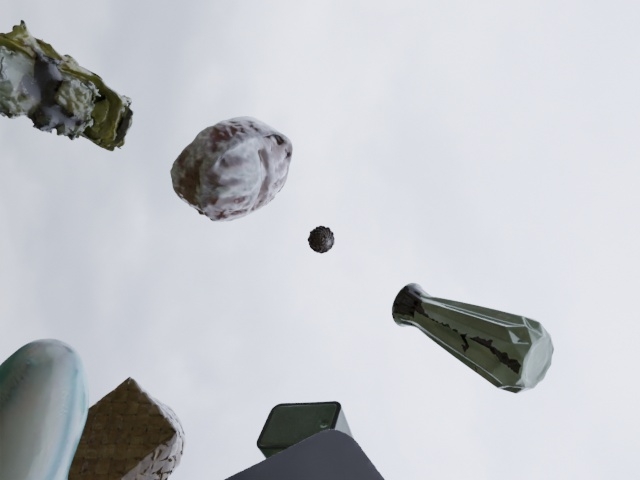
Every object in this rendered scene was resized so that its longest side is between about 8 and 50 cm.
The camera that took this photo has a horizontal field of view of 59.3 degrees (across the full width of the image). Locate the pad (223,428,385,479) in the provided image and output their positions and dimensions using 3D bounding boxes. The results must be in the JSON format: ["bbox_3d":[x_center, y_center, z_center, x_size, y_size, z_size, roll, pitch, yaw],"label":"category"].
[{"bbox_3d":[0.064,0.418,0.689,0.375,0.314,0.063,49,-49,31],"label":"pad"}]

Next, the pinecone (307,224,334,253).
[{"bbox_3d":[0.000,0.000,1.523,0.083,0.077,0.077,138,-53,-72],"label":"pinecone"}]

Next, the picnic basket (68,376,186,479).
[{"bbox_3d":[-0.517,0.580,1.485,0.293,0.337,0.337,38,-64,26],"label":"picnic basket"}]

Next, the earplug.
[{"bbox_3d":[-0.411,0.271,0.790,0.185,0.185,0.324,51,-58,36],"label":"earplug"}]

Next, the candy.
[{"bbox_3d":[-0.181,-0.155,1.238,0.157,0.289,0.214,33,-51,26],"label":"candy"}]

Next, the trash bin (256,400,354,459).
[{"bbox_3d":[0.002,0.628,1.585,0.222,0.158,0.344,-10,-60,25],"label":"trash bin"}]

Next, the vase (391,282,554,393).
[{"bbox_3d":[0.322,0.201,1.248,0.360,0.165,0.165,20,-77,50],"label":"vase"}]

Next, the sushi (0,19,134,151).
[{"bbox_3d":[-0.435,-0.243,0.886,0.139,0.290,0.131,-57,-146,19],"label":"sushi"}]
